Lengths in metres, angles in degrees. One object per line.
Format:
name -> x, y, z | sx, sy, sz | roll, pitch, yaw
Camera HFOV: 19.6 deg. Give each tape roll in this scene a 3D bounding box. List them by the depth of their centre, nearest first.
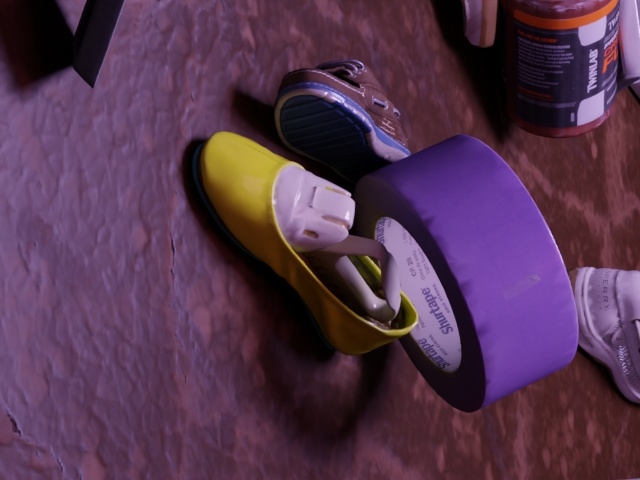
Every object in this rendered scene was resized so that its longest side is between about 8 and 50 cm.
tape roll -> 0.102, 0.024, 1.342 | 0.080, 0.189, 0.189 | -25, 110, -16

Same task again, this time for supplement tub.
supplement tub -> 0.208, -0.191, 1.619 | 0.198, 0.106, 0.106 | 83, 21, -46

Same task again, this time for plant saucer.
plant saucer -> -0.108, -0.185, 1.071 | 0.067, 0.018, 0.192 | -110, -141, -67

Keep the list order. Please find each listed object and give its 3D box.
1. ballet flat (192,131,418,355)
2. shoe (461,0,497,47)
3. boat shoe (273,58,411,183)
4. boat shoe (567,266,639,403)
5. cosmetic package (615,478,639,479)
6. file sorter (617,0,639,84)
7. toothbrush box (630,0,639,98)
ballet flat -> 0.000, 0.000, 1.280 | 0.231, 0.077, 0.077 | 53, 42, -41
shoe -> 0.118, -0.274, 1.595 | 0.076, 0.058, 0.219 | -43, 127, -82
boat shoe -> 0.013, -0.095, 1.352 | 0.183, 0.066, 0.066 | 40, 44, -64
boat shoe -> 0.333, 0.097, 1.836 | 0.277, 0.096, 0.098 | 32, 55, -55
cosmetic package -> 0.468, 0.332, 1.651 | 0.161, 0.453, 0.230 | 65, 33, -28
file sorter -> 0.347, -0.253, 1.771 | 0.278, 0.173, 0.192 | -16, 97, -86
toothbrush box -> 0.454, -0.295, 2.031 | 0.126, 0.216, 0.295 | 41, 50, -50
